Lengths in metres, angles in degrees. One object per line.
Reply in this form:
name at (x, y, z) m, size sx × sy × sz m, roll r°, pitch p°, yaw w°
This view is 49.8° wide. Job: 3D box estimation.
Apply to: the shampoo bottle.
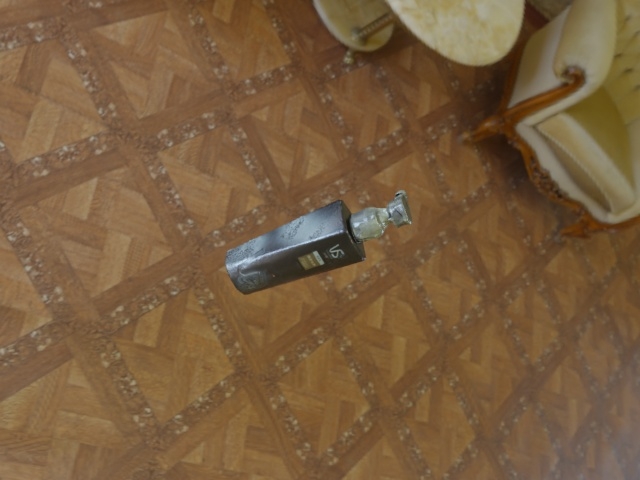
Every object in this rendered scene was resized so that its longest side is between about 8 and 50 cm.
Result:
shampoo bottle at (0.000, 0.000, 0.748) m, size 0.057 × 0.207 × 0.064 m, roll 53°, pitch 22°, yaw -47°
